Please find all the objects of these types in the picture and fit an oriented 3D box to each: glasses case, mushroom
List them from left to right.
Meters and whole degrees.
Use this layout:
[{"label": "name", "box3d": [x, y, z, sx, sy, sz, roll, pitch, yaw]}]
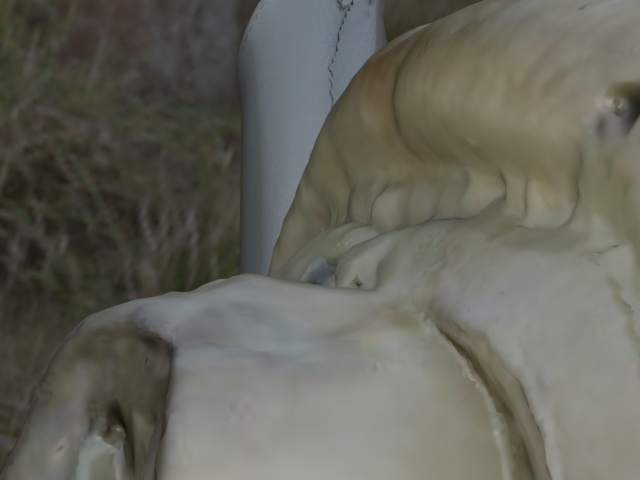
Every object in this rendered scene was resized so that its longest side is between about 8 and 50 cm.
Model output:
[{"label": "glasses case", "box3d": [0.001, 0.001, 1.088, 0.083, 0.128, 0.308, -3, 73, 10]}, {"label": "mushroom", "box3d": [0.051, 0.061, 0.407, 0.234, 0.260, 0.254, -6, 49, -24]}]
